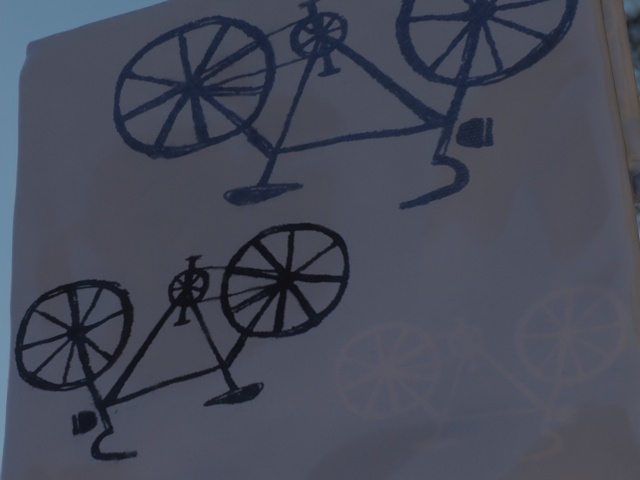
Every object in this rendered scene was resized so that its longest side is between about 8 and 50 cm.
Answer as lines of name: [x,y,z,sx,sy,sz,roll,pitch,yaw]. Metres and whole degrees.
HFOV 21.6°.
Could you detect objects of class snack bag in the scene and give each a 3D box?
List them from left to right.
snack bag: [0.000,0.000,0.779,0.323,0.342,0.037,-13,-35,16]
